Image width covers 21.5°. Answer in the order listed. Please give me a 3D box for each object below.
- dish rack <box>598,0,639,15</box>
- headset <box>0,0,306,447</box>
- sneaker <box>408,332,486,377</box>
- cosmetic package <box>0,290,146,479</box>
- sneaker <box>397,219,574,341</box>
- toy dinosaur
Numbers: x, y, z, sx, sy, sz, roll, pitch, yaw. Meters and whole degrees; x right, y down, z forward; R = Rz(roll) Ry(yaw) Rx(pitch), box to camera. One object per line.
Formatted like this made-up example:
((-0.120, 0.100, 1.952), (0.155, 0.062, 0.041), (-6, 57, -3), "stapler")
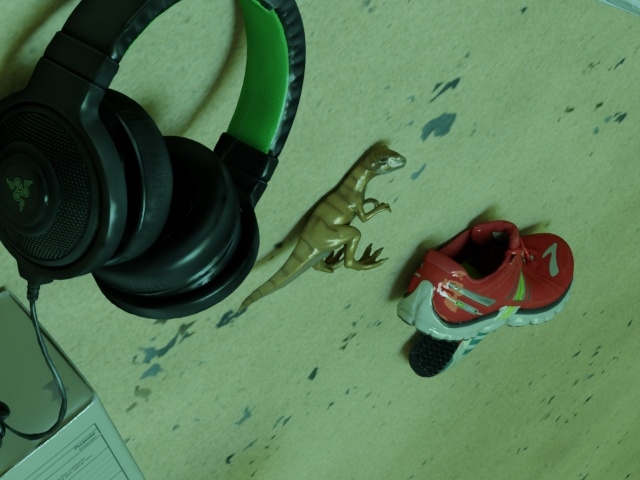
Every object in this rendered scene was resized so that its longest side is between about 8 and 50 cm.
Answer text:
((0.401, -0.343, 1.622), (0.333, 0.072, 0.285), (-53, 155, 20), "dish rack")
((-0.164, -0.034, 1.201), (0.394, 0.185, 0.243), (-61, 150, -1), "headset")
((0.165, 0.100, 1.971), (0.161, 0.057, 0.075), (-43, 172, -7), "sneaker")
((-0.241, 0.186, 1.377), (0.153, 0.129, 0.296), (-37, 155, -14), "cosmetic package")
((0.202, 0.029, 1.853), (0.279, 0.107, 0.118), (-19, 136, -48), "sneaker")
((0.000, 0.000, 1.563), (0.211, 0.064, 0.112), (-51, 138, -9), "toy dinosaur")
